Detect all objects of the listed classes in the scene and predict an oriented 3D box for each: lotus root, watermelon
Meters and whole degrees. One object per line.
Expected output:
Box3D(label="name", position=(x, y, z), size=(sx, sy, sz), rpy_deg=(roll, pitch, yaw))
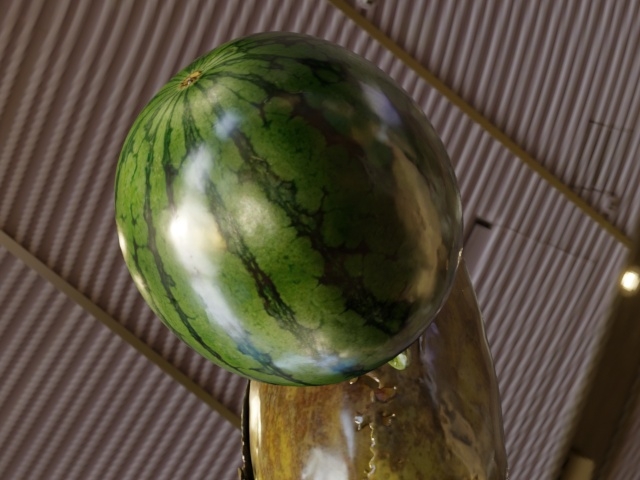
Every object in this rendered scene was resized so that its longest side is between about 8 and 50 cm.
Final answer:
Box3D(label="lotus root", position=(0.038, 0.127, 0.769), size=(0.179, 0.397, 0.196), rpy_deg=(29, -52, -28))
Box3D(label="watermelon", position=(0.000, 0.000, 0.435), size=(0.141, 0.140, 0.187), rpy_deg=(-48, -55, -7))
